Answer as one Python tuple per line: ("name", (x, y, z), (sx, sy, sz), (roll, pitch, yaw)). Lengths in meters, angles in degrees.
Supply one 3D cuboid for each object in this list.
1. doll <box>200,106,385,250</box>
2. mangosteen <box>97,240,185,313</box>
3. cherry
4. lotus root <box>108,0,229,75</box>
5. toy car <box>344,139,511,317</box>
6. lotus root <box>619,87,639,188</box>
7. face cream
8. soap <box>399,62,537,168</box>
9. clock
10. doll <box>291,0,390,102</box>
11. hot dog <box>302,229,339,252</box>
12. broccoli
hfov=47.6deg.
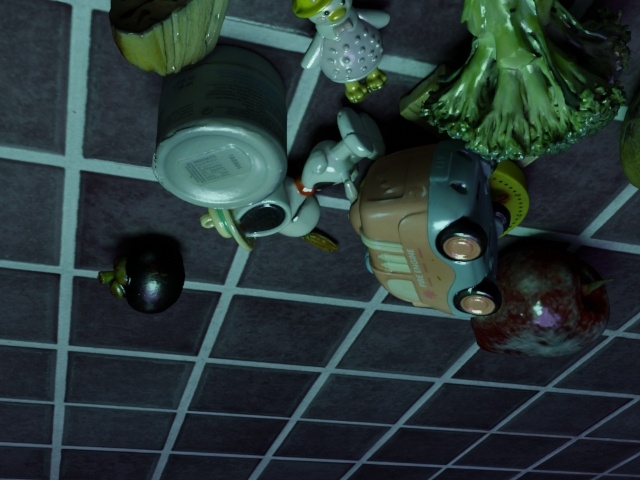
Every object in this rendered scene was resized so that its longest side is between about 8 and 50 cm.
("doll", (-0.048, -0.098, 1.100), (0.208, 0.144, 0.271), (-2, 150, -35))
("mangosteen", (-0.316, 0.066, 1.282), (0.151, 0.137, 0.137), (3, 144, -21))
("cherry", (0.406, 0.123, 1.372), (0.230, 0.203, 0.300), (20, 139, -35))
("lotus root", (-0.190, -0.273, 0.875), (0.159, 0.095, 0.135), (-35, 161, -27))
("toy car", (0.154, -0.013, 1.055), (0.212, 0.180, 0.270), (-2, 139, 23))
("lotus root", (0.513, -0.176, 1.027), (0.154, 0.154, 0.278), (-7, 145, 3))
("face cream", (-0.133, -0.150, 0.985), (0.177, 0.153, 0.177), (-2, 143, -1))
("soap", (0.239, -0.173, 1.089), (0.252, 0.037, 0.092), (23, 138, -32))
("clock", (0.200, -0.048, 1.191), (0.277, 0.071, 0.293), (-2, 150, 7))
("doll", (0.024, -0.265, 0.906), (0.129, 0.081, 0.207), (-31, 138, 4))
("hot dog", (0.000, 0.000, 1.316), (0.037, 0.021, 0.083), (-6, 153, 40))
("broccoli", (0.249, -0.273, 0.850), (0.252, 0.221, 0.361), (9, 138, 13))
